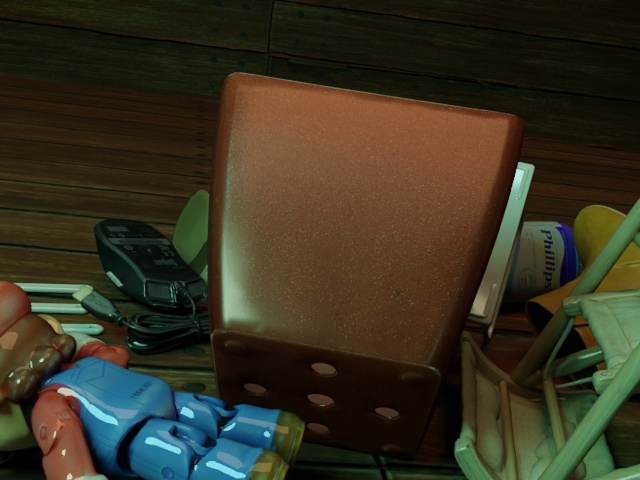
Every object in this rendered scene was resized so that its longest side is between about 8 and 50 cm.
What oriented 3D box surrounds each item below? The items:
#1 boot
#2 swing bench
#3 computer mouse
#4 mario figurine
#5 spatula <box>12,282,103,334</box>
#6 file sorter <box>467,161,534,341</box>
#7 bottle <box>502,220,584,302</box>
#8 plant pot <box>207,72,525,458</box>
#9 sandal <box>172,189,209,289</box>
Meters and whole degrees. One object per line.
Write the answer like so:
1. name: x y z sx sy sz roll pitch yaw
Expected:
1. boot: 0.340 0.061 1.065 0.211 0.104 0.295 -4 42 -24
2. swing bench: 0.261 0.122 0.768 0.165 0.255 0.253 47 18 -6
3. computer mouse: -0.220 0.058 0.995 0.184 0.060 0.262 -4 32 -47
4. mario figurine: -0.184 0.153 0.661 0.320 0.170 0.198 21 -18 6
5. spatula: -0.371 0.069 0.947 0.242 0.019 0.168 2 17 -20
6. file sorter: 0.102 -0.005 1.059 0.278 0.193 0.173 15 -15 16
7. bottle: 0.324 0.030 1.234 0.283 0.118 0.092 0 -3 -27
8. plant pot: 0.021 0.043 0.770 0.267 0.267 0.235 9 54 4
9. sandal: -0.147 0.015 1.179 0.079 0.088 0.240 35 13 -25
